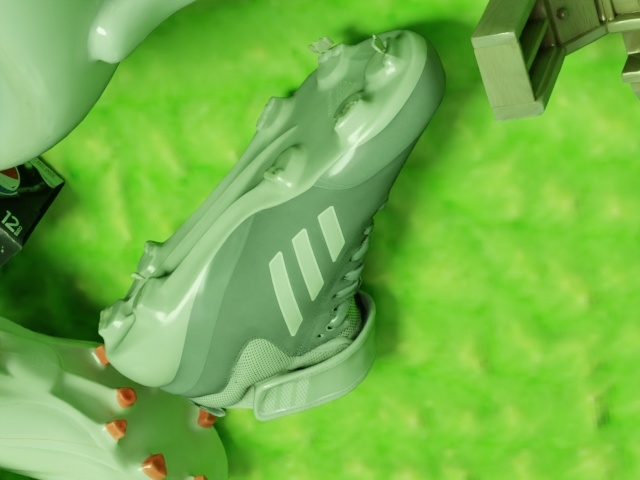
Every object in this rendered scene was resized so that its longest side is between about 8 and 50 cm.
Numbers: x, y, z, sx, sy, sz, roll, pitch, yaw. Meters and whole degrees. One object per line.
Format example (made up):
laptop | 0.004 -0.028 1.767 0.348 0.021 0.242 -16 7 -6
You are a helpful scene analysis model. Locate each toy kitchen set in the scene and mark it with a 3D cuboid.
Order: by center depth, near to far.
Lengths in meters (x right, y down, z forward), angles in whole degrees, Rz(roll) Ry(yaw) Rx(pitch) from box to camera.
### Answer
toy kitchen set | 0.108 -0.065 0.584 0.083 0.075 0.068 -6 121 25

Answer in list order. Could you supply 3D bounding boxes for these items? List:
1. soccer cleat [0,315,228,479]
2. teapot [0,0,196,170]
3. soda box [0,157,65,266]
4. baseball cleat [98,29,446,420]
soccer cleat | -0.125 0.074 0.725 0.076 0.068 0.196 -28 137 37
teapot | -0.152 -0.150 0.548 0.256 0.187 0.252 34 154 -33
soda box | -0.190 0.013 0.736 0.060 0.053 0.169 44 124 -15
baseball cleat | 0.000 0.000 0.675 0.109 0.072 0.206 31 129 -24
